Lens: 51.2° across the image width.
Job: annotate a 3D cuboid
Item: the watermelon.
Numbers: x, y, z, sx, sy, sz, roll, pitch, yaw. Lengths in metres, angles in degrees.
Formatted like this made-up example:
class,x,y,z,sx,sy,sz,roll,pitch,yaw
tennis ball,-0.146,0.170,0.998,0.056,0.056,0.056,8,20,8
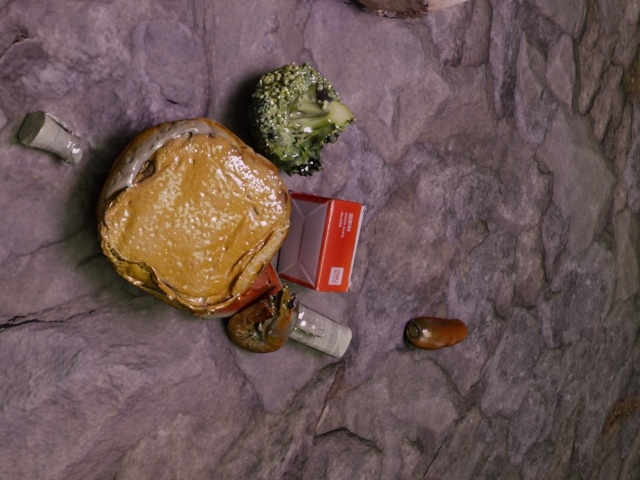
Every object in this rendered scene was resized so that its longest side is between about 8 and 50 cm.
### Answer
class,x,y,z,sx,sy,sz,roll,pitch,yaw
watermelon,-0.156,0.071,1.212,0.145,0.137,0.193,-28,119,1

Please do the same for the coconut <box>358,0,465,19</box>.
class,x,y,z,sx,sy,sz,roll,pitch,yaw
coconut,0.195,-0.595,1.203,0.346,0.346,0.360,36,83,-41

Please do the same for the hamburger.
class,x,y,z,sx,sy,sz,roll,pitch,yaw
hamburger,-0.203,-0.043,1.064,0.318,0.158,0.319,-3,98,-21

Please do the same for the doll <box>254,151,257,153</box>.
class,x,y,z,sx,sy,sz,roll,pitch,yaw
doll,-0.129,-0.105,1.204,0.214,0.071,0.103,47,68,-38

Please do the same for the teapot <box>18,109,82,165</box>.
class,x,y,z,sx,sy,sz,roll,pitch,yaw
teapot,-0.388,-0.150,0.976,0.083,0.057,0.067,36,46,-47

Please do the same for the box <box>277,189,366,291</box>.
class,x,y,z,sx,sy,sz,roll,pitch,yaw
box,0.000,0.000,1.305,0.099,0.133,0.182,5,95,-44

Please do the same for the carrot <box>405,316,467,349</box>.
class,x,y,z,sx,sy,sz,roll,pitch,yaw
carrot,0.294,0.231,1.661,0.193,0.087,0.087,8,95,-41

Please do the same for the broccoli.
class,x,y,z,sx,sy,sz,roll,pitch,yaw
broccoli,-0.033,-0.213,1.199,0.226,0.176,0.198,9,88,-28

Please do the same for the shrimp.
class,x,y,z,sx,sy,sz,roll,pitch,yaw
shrimp,-0.104,0.149,1.225,0.115,0.217,0.051,13,48,-18

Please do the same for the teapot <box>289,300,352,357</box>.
class,x,y,z,sx,sy,sz,roll,pitch,yaw
teapot,-0.019,0.180,1.349,0.200,0.107,0.077,31,84,-42
